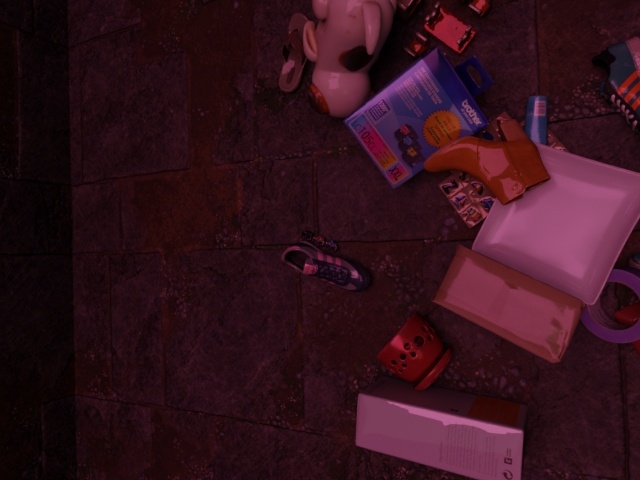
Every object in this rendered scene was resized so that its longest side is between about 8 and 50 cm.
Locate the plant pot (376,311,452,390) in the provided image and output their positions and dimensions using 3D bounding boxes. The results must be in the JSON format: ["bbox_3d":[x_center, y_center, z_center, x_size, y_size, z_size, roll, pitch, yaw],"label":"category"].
[{"bbox_3d":[0.293,0.342,1.436,0.174,0.191,0.191,40,106,15],"label":"plant pot"}]

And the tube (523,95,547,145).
[{"bbox_3d":[0.609,-0.301,1.340,0.080,0.052,0.207,6,94,33],"label":"tube"}]

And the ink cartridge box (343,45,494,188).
[{"bbox_3d":[0.306,-0.381,1.403,0.395,0.151,0.270,-35,102,20],"label":"ink cartridge box"}]

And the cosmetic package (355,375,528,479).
[{"bbox_3d":[0.354,0.540,1.382,0.452,0.230,0.162,4,91,26],"label":"cosmetic package"}]

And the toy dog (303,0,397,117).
[{"bbox_3d":[0.097,-0.586,1.475,0.396,0.284,0.408,59,151,37],"label":"toy dog"}]

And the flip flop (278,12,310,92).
[{"bbox_3d":[-0.098,-0.675,1.694,0.112,0.080,0.277,20,99,25],"label":"flip flop"}]

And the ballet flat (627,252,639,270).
[{"bbox_3d":[0.903,0.086,1.197,0.213,0.072,0.068,15,126,34],"label":"ballet flat"}]

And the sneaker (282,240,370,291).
[{"bbox_3d":[0.011,0.102,1.601,0.318,0.131,0.112,21,111,26],"label":"sneaker"}]

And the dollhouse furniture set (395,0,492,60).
[{"bbox_3d":[0.358,-0.685,1.463,0.259,0.135,0.262,41,107,9],"label":"dollhouse furniture set"}]

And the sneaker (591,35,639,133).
[{"bbox_3d":[0.805,-0.373,1.234,0.120,0.108,0.303,-16,74,26],"label":"sneaker"}]

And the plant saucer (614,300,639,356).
[{"bbox_3d":[0.943,0.246,1.190,0.259,0.047,0.259,-33,76,23],"label":"plant saucer"}]

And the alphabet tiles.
[{"bbox_3d":[0.536,-0.203,1.394,0.342,0.011,0.285,-38,69,17],"label":"alphabet tiles"}]

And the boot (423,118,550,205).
[{"bbox_3d":[0.453,-0.188,1.300,0.294,0.104,0.212,-23,72,15],"label":"boot"}]

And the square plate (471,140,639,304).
[{"bbox_3d":[0.636,-0.057,1.268,0.343,0.049,0.348,29,101,33],"label":"square plate"}]

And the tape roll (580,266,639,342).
[{"bbox_3d":[0.772,0.164,1.215,0.188,0.080,0.189,4,95,52],"label":"tape roll"}]

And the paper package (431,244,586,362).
[{"bbox_3d":[0.495,0.163,1.266,0.324,0.309,0.168,27,94,22],"label":"paper package"}]

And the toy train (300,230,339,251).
[{"bbox_3d":[0.000,0.000,1.673,0.158,0.027,0.036,23,89,25],"label":"toy train"}]
